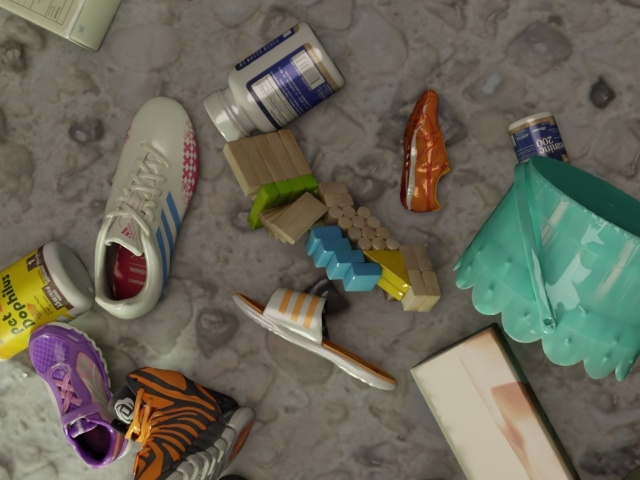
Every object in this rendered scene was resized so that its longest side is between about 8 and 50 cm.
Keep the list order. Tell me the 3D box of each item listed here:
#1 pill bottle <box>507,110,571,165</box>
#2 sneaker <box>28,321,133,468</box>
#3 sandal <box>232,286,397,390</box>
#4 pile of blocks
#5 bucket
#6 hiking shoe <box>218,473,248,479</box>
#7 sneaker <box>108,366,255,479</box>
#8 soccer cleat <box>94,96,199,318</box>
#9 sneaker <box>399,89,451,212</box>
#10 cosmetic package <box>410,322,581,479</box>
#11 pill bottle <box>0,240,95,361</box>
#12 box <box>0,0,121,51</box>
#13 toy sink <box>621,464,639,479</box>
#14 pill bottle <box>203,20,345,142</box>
[{"bbox_3d":[0.310,-0.114,1.640,0.067,0.067,0.120,-19,85,8],"label":"pill bottle"},{"bbox_3d":[-0.345,0.229,1.686,0.095,0.104,0.236,-24,104,8],"label":"sneaker"},{"bbox_3d":[0.003,0.122,1.673,0.265,0.102,0.076,28,91,1],"label":"sandal"},{"bbox_3d":[0.000,0.000,1.657,0.362,0.112,0.149,41,52,11],"label":"pile of blocks"},{"bbox_3d":[0.326,0.027,1.509,0.281,0.281,0.183,31,108,9],"label":"bucket"},{"bbox_3d":[-0.107,0.445,1.665,0.086,0.114,0.226,-15,86,8],"label":"hiking shoe"},{"bbox_3d":[-0.230,0.282,1.600,0.180,0.321,0.124,28,112,11],"label":"sneaker"},{"bbox_3d":[-0.252,-0.048,1.692,0.116,0.143,0.331,9,89,10],"label":"soccer cleat"},{"bbox_3d":[0.153,-0.127,1.679,0.067,0.064,0.175,5,94,-10],"label":"sneaker"},{"bbox_3d":[0.250,0.270,1.595,0.129,0.153,0.296,-28,85,8],"label":"cosmetic package"},{"bbox_3d":[-0.448,0.100,1.732,0.215,0.117,0.117,-31,83,7],"label":"pill bottle"},{"bbox_3d":[-0.453,-0.413,1.750,0.311,0.121,0.148,28,93,9],"label":"box"},{"bbox_3d":[0.465,0.355,1.514,0.153,0.234,0.131,-43,82,5],"label":"toy sink"},{"bbox_3d":[-0.069,-0.218,1.685,0.187,0.112,0.112,-32,83,7],"label":"pill bottle"}]
